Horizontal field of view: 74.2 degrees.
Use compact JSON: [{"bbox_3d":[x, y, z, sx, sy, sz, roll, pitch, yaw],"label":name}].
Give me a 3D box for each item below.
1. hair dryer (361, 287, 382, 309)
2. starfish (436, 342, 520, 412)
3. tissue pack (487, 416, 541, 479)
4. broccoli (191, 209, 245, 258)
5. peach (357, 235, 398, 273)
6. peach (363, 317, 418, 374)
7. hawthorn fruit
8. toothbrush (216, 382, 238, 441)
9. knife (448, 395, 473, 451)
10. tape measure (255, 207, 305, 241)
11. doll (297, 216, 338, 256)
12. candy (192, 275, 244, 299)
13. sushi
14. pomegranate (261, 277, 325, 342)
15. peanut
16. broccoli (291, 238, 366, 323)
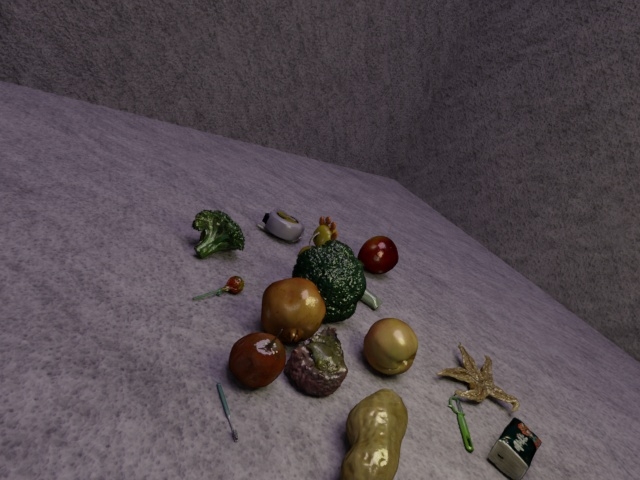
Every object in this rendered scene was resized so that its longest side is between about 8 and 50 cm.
[{"bbox_3d":[0.118,0.230,1.671,0.206,0.075,0.237,38,33,15],"label":"hair dryer"},{"bbox_3d":[0.552,0.488,1.519,0.299,0.060,0.302,22,26,6],"label":"starfish"},{"bbox_3d":[0.569,0.607,1.238,0.103,0.090,0.170,41,29,28],"label":"tissue pack"},{"bbox_3d":[-0.394,-0.010,1.577,0.219,0.194,0.194,47,22,-6],"label":"broccoli"},{"bbox_3d":[0.267,0.073,1.994,0.197,0.197,0.197,20,23,-9],"label":"peach"},{"bbox_3d":[0.227,0.339,1.377,0.184,0.184,0.184,20,23,-9],"label":"peach"},{"bbox_3d":[-0.160,0.305,1.090,0.149,0.189,0.149,5,71,-15],"label":"hawthorn fruit"},{"bbox_3d":[-0.222,0.402,1.006,0.011,0.014,0.167,-1,33,-30],"label":"toothbrush"},{"bbox_3d":[0.430,0.558,1.305,0.054,0.015,0.212,22,23,-5],"label":"knife"},{"bbox_3d":[-0.177,-0.066,1.961,0.196,0.105,0.178,32,17,15],"label":"tape measure"},{"bbox_3d":[0.000,0.000,1.836,0.135,0.221,0.143,11,30,-38],"label":"doll"},{"bbox_3d":[-0.332,0.162,1.385,0.060,0.060,0.201,37,33,28],"label":"candy"},{"bbox_3d":[0.015,0.353,1.235,0.161,0.107,0.241,39,26,23],"label":"sushi"},{"bbox_3d":[-0.088,0.210,1.309,0.209,0.209,0.209,20,23,-9],"label":"pomegranate"},{"bbox_3d":[0.125,0.483,1.031,0.148,0.147,0.319,28,28,9],"label":"peanut"},{"bbox_3d":[0.023,0.155,1.530,0.298,0.297,0.297,22,-11,-5],"label":"broccoli"}]
